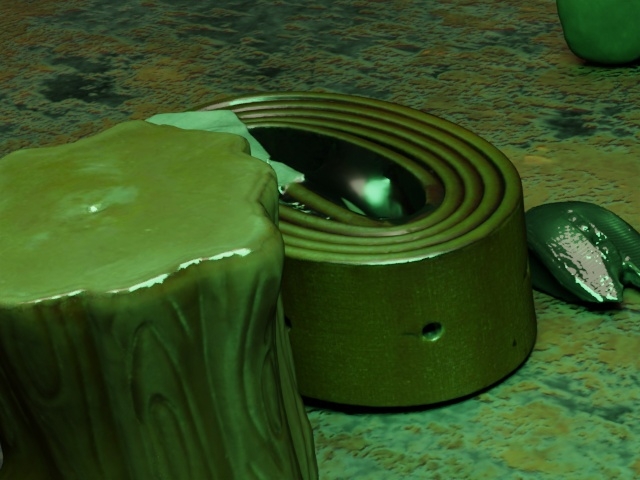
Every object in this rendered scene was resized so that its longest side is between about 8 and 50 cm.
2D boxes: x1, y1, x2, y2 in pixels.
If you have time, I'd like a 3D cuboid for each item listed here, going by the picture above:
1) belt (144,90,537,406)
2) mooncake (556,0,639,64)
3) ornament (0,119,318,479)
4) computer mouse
[{"bbox_3d":[0.000,0.000,1.290,0.217,0.122,0.339,-26,32,-30],"label":"belt"},{"bbox_3d":[0.270,-0.218,1.617,0.175,0.104,0.168,-32,36,-30],"label":"mooncake"},{"bbox_3d":[-0.106,0.078,1.064,0.235,0.217,0.221,15,37,41],"label":"ornament"},{"bbox_3d":[0.174,0.003,1.286,0.079,0.047,0.135,-23,31,-20],"label":"computer mouse"}]
